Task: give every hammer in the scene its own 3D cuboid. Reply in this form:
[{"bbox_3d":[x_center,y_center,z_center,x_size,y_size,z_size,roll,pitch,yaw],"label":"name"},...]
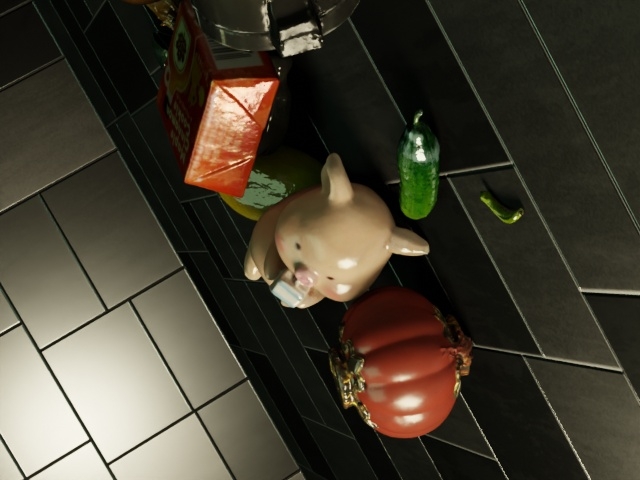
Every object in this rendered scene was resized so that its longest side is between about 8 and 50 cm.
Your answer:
[{"bbox_3d":[-0.146,-0.258,2.190,0.440,0.044,0.168,-142,55,-60],"label":"hammer"}]

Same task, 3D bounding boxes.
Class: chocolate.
[{"bbox_3d":[-0.163,-0.224,2.047,0.234,0.108,0.237,111,147,-40],"label":"chocolate"}]

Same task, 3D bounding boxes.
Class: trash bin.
[{"bbox_3d":[-0.073,-0.385,1.475,0.301,0.203,0.252,76,177,-46],"label":"trash bin"}]

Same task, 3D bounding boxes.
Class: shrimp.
[{"bbox_3d":[-0.279,-0.422,2.406,0.294,0.062,0.154,51,176,38],"label":"shrimp"}]

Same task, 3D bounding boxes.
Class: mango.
[{"bbox_3d":[-0.066,-0.094,2.147,0.238,0.091,0.137,2,126,29],"label":"mango"}]

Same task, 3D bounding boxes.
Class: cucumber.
[{"bbox_3d":[0.125,-0.088,1.702,0.056,0.056,0.250,53,167,25],"label":"cucumber"}]

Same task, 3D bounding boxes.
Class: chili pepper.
[{"bbox_3d":[0.213,-0.038,1.579,0.083,0.017,0.030,41,156,52],"label":"chili pepper"}]

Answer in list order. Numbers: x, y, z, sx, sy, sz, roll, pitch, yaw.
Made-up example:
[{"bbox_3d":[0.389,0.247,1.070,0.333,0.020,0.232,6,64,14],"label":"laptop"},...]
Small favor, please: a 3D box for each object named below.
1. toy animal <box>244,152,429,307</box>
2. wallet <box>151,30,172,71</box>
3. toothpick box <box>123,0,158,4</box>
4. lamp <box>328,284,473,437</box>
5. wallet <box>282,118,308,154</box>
[{"bbox_3d":[0.000,0.001,1.981,0.195,0.213,0.256,43,174,-14],"label":"toy animal"},{"bbox_3d":[-0.256,-0.288,2.609,0.236,0.055,0.160,65,171,-26],"label":"wallet"},{"bbox_3d":[-0.286,-0.480,2.060,0.192,0.192,0.294,57,172,9],"label":"toothpick box"},{"bbox_3d":[0.120,0.176,1.964,0.227,0.227,0.227,53,165,22],"label":"lamp"},{"bbox_3d":[-0.040,-0.080,2.289,0.197,0.051,0.377,23,143,62],"label":"wallet"}]
